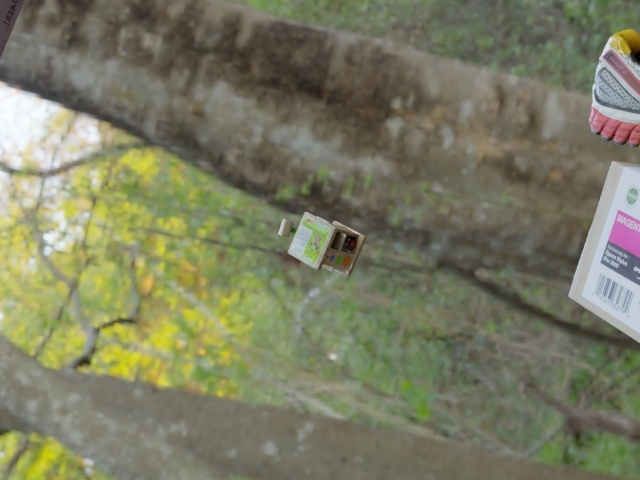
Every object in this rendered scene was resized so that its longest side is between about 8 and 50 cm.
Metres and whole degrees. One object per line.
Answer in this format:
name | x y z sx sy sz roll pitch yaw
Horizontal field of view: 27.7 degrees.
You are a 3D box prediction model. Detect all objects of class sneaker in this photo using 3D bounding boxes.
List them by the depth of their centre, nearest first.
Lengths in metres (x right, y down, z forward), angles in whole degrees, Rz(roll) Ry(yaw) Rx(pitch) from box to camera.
sneaker | 0.315 -0.115 0.993 0.088 0.225 0.093 -36 -51 -54

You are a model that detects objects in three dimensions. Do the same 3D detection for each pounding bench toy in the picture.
pounding bench toy | 0.000 0.000 1.494 0.065 0.083 0.052 15 -80 -48

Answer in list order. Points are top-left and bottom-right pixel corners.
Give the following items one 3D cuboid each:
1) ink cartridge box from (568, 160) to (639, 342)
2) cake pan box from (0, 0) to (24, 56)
ink cartridge box | 0.422 0.026 1.579 0.235 0.088 0.193 39 117 62
cake pan box | -0.528 -0.334 1.768 0.070 0.267 0.246 43 -116 -60
